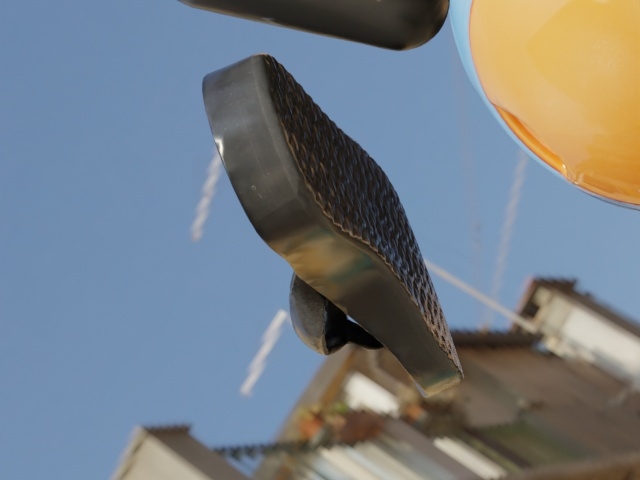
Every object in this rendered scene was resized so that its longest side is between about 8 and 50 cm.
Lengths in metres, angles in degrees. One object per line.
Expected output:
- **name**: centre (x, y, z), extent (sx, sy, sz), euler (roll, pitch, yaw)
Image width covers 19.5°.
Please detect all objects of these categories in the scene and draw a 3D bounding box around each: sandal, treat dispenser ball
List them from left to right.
- **sandal**: centre (0.000, -0.001, 0.767), extent (0.054, 0.097, 0.254), euler (-23, -29, 11)
- **treat dispenser ball**: centre (0.216, -0.156, 1.080), extent (0.288, 0.288, 0.288), euler (-35, -38, -33)

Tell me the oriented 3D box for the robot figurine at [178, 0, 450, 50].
- **robot figurine**: centre (0.013, -0.203, 0.705), extent (0.173, 0.278, 0.209), euler (-80, 6, -56)
